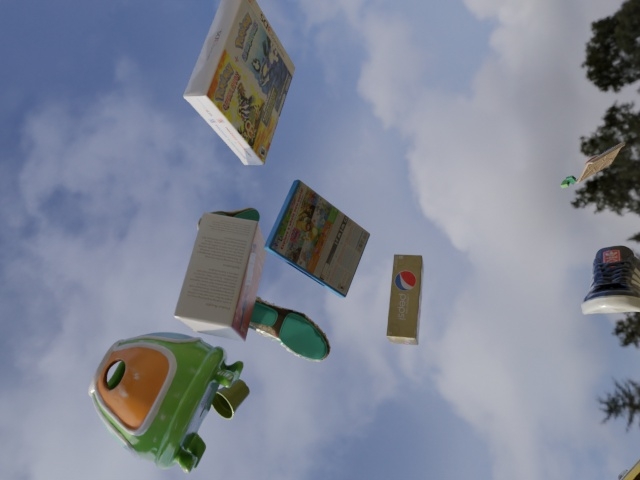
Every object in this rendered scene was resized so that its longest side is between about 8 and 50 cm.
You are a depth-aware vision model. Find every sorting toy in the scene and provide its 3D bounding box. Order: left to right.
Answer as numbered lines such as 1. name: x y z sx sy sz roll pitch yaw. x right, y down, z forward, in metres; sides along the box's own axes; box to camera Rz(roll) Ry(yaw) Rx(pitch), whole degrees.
1. sorting toy: 0.362 -0.099 0.756 0.012 0.083 0.062 59 175 21

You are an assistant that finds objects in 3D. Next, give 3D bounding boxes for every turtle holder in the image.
1. turtle holder: -0.288 0.277 1.073 0.228 0.243 0.320 24 -169 1

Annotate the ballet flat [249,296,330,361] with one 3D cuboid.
1. ballet flat: -0.083 0.176 1.199 0.241 0.091 0.077 29 -178 7

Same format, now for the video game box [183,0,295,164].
1. video game box: -0.118 -0.254 0.890 0.187 0.048 0.205 46 -126 -56

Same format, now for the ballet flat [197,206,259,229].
1. ballet flat: -0.295 -0.055 1.729 0.248 0.086 0.086 -11 -98 -49

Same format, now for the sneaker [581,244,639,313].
1. sneaker: 0.666 0.086 1.281 0.350 0.131 0.148 2 -97 -59

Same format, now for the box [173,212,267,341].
1. box: -0.153 0.062 0.900 0.130 0.091 0.170 85 -164 -71

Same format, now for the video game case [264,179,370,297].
1. video game case: 0.000 0.000 0.867 0.166 0.015 0.119 35 -112 -32

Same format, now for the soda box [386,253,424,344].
1. soda box: 0.178 0.123 1.175 0.058 0.061 0.181 59 -143 -62

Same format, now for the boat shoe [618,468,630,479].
1. boat shoe: 0.429 0.312 0.701 0.190 0.072 0.068 36 -156 -46

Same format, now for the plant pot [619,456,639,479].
1. plant pot: 0.386 0.188 0.442 0.212 0.212 0.187 39 -167 27

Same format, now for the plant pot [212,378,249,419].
1. plant pot: -0.221 0.388 1.405 0.079 0.083 0.083 -34 -80 -44
